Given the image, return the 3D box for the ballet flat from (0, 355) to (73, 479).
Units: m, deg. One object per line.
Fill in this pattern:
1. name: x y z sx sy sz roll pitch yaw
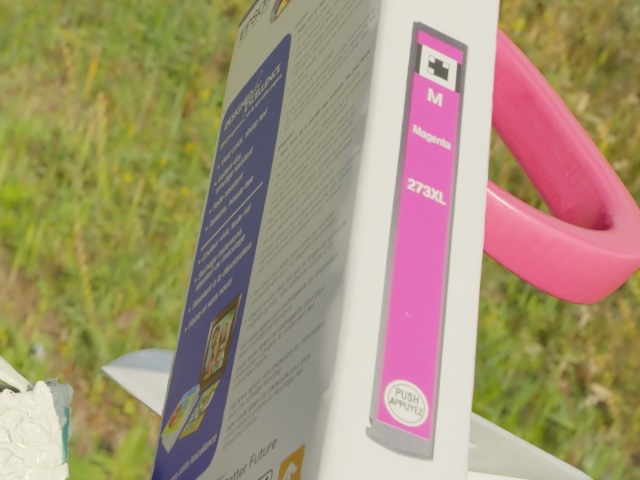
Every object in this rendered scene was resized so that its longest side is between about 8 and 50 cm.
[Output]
1. ballet flat: -0.402 0.114 1.580 0.409 0.147 0.147 19 28 4

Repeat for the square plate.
1. square plate: 0.053 0.159 1.377 0.344 0.049 0.347 14 6 -36

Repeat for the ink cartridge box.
1. ink cartridge box: 0.000 0.000 0.750 0.069 0.176 0.370 21 51 -20

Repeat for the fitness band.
1. fitness band: 0.081 -0.079 1.010 0.209 0.054 0.291 29 24 -40
